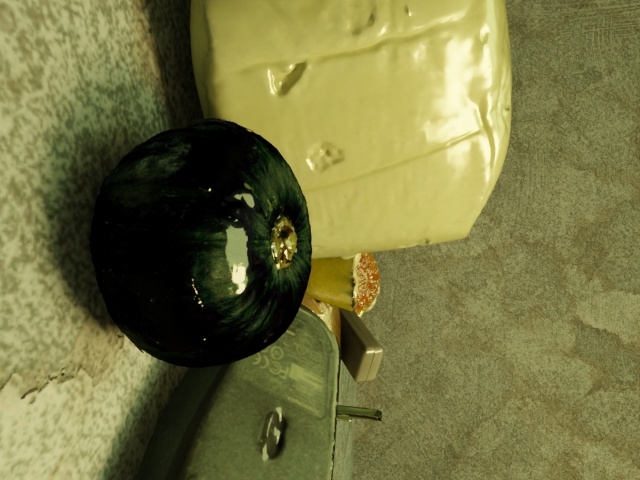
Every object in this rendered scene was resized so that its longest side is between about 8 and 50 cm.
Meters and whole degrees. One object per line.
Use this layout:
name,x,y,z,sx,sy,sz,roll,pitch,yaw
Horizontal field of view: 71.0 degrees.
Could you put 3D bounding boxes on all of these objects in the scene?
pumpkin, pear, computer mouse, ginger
pumpkin,-0.100,0.005,0.424,0.233,0.163,0.232,3,90,-74
pear,0.000,0.002,0.883,0.267,0.178,0.266,6,90,-86
computer mouse,-0.077,0.231,0.503,0.114,0.203,0.373,-42,-159,40
ginger,-0.016,0.188,1.015,0.221,0.130,0.275,-86,176,-46

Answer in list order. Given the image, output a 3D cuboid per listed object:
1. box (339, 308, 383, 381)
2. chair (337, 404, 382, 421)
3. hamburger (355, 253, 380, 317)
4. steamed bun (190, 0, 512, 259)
box,0.061,0.218,1.071,0.243,0.055,0.103,-128,-137,-52
chair,-0.061,0.299,0.652,0.190,0.275,0.203,119,-17,-55
hamburger,0.071,0.107,1.262,0.237,0.148,0.236,-6,99,-44
steamed bun,0.050,-0.198,0.612,0.289,0.372,0.455,-99,180,-47
